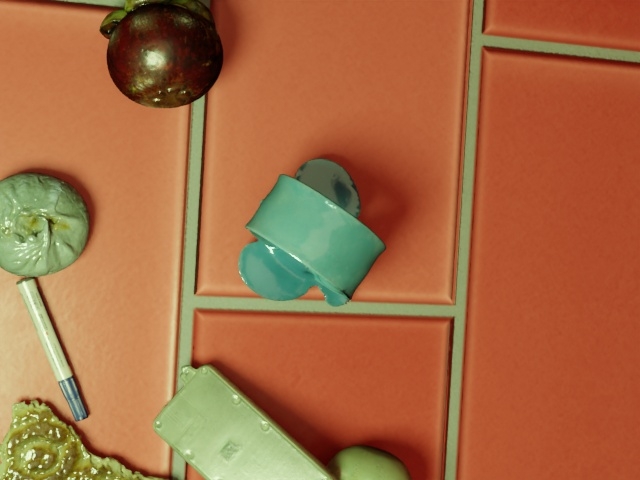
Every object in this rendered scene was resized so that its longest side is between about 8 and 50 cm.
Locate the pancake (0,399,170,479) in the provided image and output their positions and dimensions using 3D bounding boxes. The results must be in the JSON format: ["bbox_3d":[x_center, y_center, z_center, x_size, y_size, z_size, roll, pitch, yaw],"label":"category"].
[{"bbox_3d":[-0.333,0.319,1.255,0.266,0.057,0.244,-18,90,-16],"label":"pancake"}]

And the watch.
[{"bbox_3d":[0.000,0.000,1.244,0.211,0.193,0.211,0,92,-11],"label":"watch"}]

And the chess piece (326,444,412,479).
[{"bbox_3d":[0.027,0.441,1.283,0.182,0.182,0.330,21,82,-13],"label":"chess piece"}]

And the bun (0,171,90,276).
[{"bbox_3d":[-0.366,-0.020,1.212,0.141,0.083,0.141,0,89,-14],"label":"bun"}]

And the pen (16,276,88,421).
[{"bbox_3d":[-0.352,0.144,1.251,0.025,0.025,0.204,-22,97,-12],"label":"pen"}]

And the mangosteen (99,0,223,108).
[{"bbox_3d":[-0.204,-0.262,1.210,0.156,0.146,0.181,-4,93,-11],"label":"mangosteen"}]

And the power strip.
[{"bbox_3d":[-0.103,0.281,1.258,0.270,0.046,0.118,40,85,13],"label":"power strip"}]
